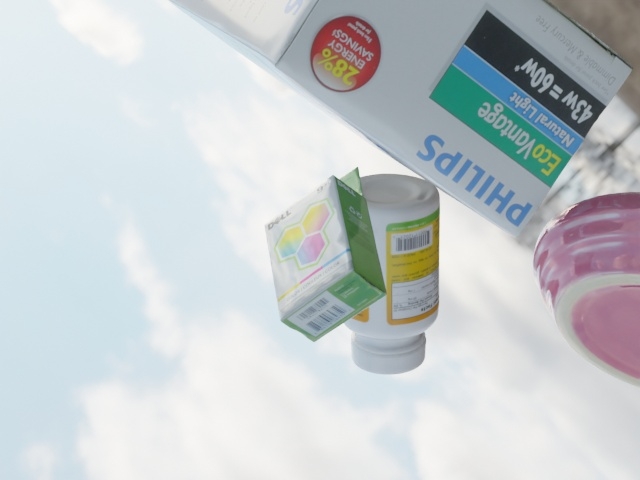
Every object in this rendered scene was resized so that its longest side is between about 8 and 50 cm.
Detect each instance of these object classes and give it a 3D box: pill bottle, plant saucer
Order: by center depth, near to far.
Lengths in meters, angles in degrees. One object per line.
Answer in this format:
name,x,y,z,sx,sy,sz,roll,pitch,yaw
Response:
plant saucer,0.391,0.078,1.671,0.332,0.084,0.332,18,150,11
pill bottle,0.090,0.047,1.986,0.136,0.245,0.136,-1,-156,0

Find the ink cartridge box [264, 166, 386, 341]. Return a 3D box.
ink cartridge box,0.000,0.000,1.695,0.062,0.109,0.209,35,-149,-37

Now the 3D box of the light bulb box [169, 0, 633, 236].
light bulb box,0.074,-0.226,1.626,0.358,0.225,0.361,33,-177,-30
